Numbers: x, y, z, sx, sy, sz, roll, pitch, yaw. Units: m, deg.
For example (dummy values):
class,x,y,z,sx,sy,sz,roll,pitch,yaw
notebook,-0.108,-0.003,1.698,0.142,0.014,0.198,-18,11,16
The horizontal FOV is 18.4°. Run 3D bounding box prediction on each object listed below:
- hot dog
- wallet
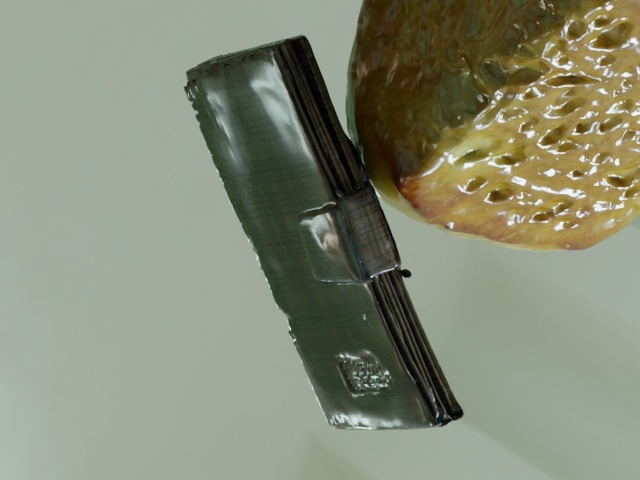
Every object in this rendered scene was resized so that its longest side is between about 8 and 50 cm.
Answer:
class,x,y,z,sx,sy,sz,roll,pitch,yaw
hot dog,0.172,-0.177,1.045,0.405,0.185,0.223,-43,-139,42
wallet,0.000,0.000,1.102,0.042,0.230,0.124,-25,-171,-29
